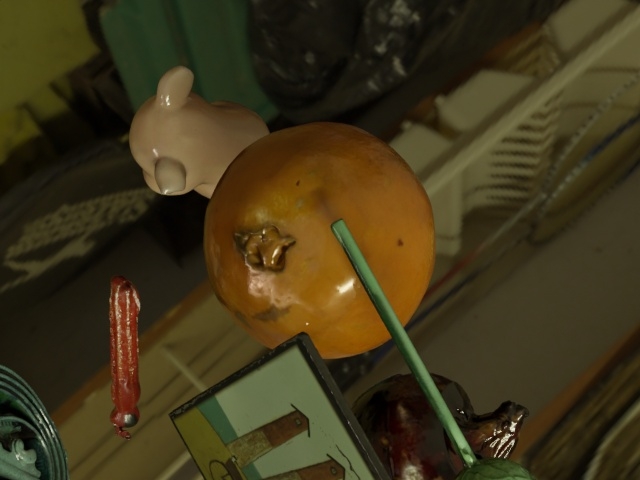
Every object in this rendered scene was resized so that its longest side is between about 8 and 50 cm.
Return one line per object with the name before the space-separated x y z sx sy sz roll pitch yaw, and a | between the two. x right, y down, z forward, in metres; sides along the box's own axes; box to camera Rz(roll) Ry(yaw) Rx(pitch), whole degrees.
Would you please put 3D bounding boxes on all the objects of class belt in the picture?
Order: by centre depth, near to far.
belt | -0.405 0.266 1.342 0.116 0.206 0.267 -15 135 20

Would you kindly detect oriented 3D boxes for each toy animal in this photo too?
toy animal | -0.203 -0.160 1.804 0.256 0.213 0.195 3 87 -46

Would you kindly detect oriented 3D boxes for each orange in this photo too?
orange | 0.000 0.000 1.442 0.312 0.312 0.312 -39 157 -20

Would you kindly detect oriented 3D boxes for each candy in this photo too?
candy | 0.125 0.170 1.251 0.119 0.439 0.119 -28 180 0

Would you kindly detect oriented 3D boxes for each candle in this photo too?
candle | -0.305 0.187 1.751 0.048 0.051 0.329 -58 160 -49

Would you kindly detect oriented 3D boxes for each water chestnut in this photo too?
water chestnut | 0.169 0.308 1.544 0.300 0.300 0.300 -39 157 -20

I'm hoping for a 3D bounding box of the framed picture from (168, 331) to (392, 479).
framed picture | -0.026 0.231 1.030 0.013 0.244 0.324 -27 174 -33
